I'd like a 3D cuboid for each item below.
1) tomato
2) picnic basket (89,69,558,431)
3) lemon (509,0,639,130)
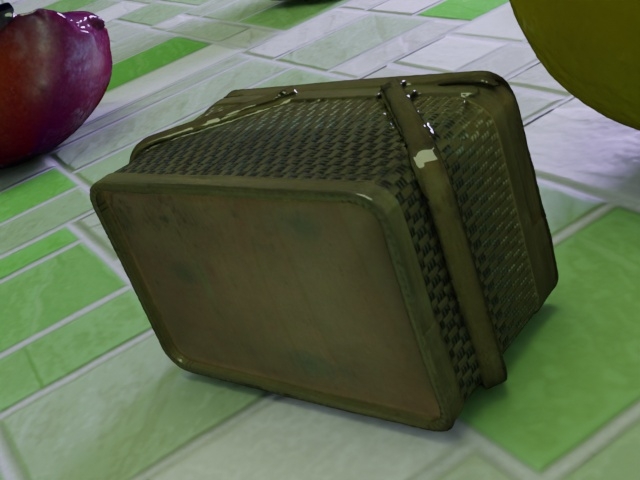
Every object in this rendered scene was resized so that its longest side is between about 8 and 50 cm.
[{"bbox_3d":[-0.410,-0.187,1.236,0.335,0.176,0.289,-13,6,13],"label":"tomato"},{"bbox_3d":[0.000,0.000,0.593,0.267,0.165,0.139,4,35,41],"label":"picnic basket"},{"bbox_3d":[0.294,-0.224,0.649,0.348,0.347,0.348,-15,26,8],"label":"lemon"}]
